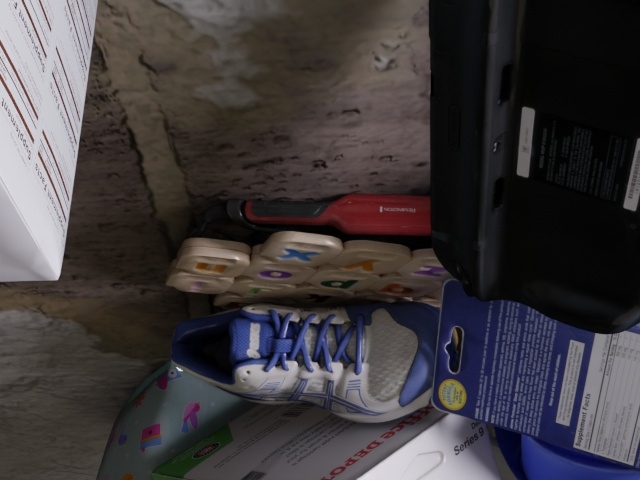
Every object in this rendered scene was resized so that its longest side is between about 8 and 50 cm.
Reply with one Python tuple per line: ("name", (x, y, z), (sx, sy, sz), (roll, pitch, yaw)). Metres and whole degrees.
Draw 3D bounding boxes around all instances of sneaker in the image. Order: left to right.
("sneaker", (-0.018, 0.110, 0.831), (0.297, 0.111, 0.131), (-12, 157, 39))

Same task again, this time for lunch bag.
("lunch bag", (-0.201, 0.303, 1.098), (0.160, 0.223, 0.262), (24, 141, -25))

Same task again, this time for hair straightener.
("hair straightener", (0.000, 0.000, 0.770), (0.231, 0.047, 0.089), (-2, 149, 0))

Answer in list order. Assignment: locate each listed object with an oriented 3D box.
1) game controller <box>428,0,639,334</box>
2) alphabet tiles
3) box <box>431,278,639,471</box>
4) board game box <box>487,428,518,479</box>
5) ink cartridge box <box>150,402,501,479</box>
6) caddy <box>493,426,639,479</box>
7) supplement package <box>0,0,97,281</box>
("game controller", (0.146, -0.065, 0.550), (0.167, 0.067, 0.319), (14, 139, 20))
("alphabet tiles", (0.009, 0.036, 0.805), (0.284, 0.021, 0.278), (6, 163, -14))
("box", (0.203, 0.105, 0.707), (0.225, 0.036, 0.136), (14, 121, 21))
("board game box", (0.210, 0.285, 1.099), (0.390, 0.050, 0.390), (18, 156, 21))
("ink cartridge box", (0.003, 0.244, 0.889), (0.211, 0.121, 0.289), (-25, -170, -39))
("caddy", (0.331, 0.139, 0.844), (0.342, 0.241, 0.179), (-10, 142, 14))
("supplement package", (-0.228, -0.098, 0.440), (0.194, 0.203, 0.149), (-1, 149, 0))
